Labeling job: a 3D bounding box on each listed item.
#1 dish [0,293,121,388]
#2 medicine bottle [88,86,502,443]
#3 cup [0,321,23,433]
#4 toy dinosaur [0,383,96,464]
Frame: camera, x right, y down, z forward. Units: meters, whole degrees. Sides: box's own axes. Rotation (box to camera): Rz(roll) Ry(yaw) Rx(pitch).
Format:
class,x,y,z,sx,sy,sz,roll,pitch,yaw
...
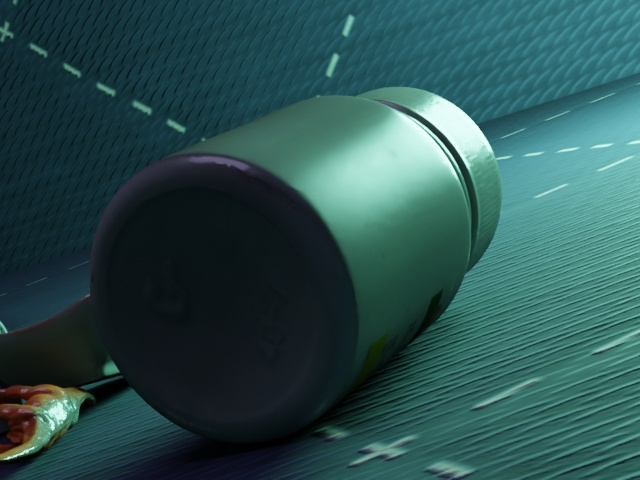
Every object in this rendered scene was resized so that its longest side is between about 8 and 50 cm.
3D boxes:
class,x,y,z,sx,sy,sz,roll,pitch,yaw
dish,-0.215,0.097,1.477,0.151,0.077,0.212,-18,-4,20
medicine bottle,0.000,0.000,1.186,0.208,0.208,0.340,-16,7,30
cup,-0.347,0.124,1.508,0.099,0.133,0.136,-17,7,-7
toy dinosaur,-0.251,0.156,1.309,0.101,0.055,0.279,-11,10,20
